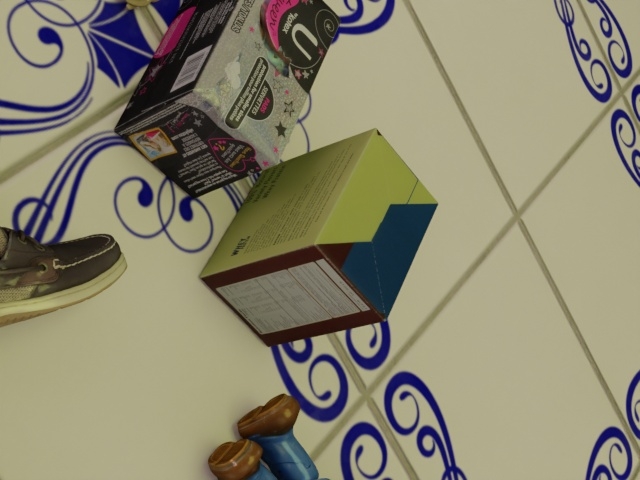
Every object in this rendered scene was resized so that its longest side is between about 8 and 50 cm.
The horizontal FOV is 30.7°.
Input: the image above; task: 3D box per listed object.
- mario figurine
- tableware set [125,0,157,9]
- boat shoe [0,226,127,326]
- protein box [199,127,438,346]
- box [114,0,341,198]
[{"bbox_3d":[0.028,0.329,1.357,0.198,0.170,0.320,-41,102,-9],"label":"mario figurine"},{"bbox_3d":[-0.239,-0.367,1.409,0.168,0.020,0.141,52,46,-22],"label":"tableware set"},{"bbox_3d":[-0.313,0.030,1.143,0.285,0.103,0.092,-20,109,-42],"label":"boat shoe"},{"bbox_3d":[0.000,0.000,1.410,0.136,0.201,0.199,48,48,-25],"label":"protein box"},{"bbox_3d":[-0.104,-0.198,1.391,0.142,0.163,0.247,41,52,-29],"label":"box"}]
